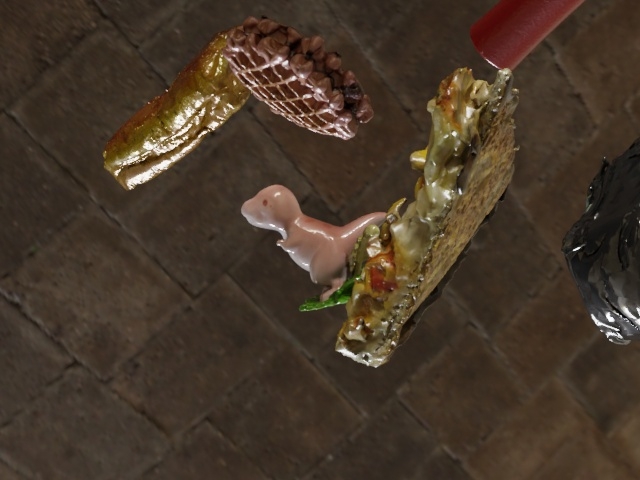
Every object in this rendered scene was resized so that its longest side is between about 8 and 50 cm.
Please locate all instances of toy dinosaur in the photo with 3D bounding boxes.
[{"bbox_3d":[0.003,-0.001,1.867,0.194,0.152,0.177,-11,94,15],"label":"toy dinosaur"}]

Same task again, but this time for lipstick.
[{"bbox_3d":[0.283,-0.304,1.632,0.080,0.080,0.241,16,137,-36],"label":"lipstick"}]

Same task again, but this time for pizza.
[{"bbox_3d":[0.087,-0.013,1.147,0.251,0.074,0.287,-60,165,-13],"label":"pizza"}]

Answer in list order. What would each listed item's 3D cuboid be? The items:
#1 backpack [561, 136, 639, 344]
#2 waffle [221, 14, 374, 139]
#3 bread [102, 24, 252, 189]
[{"bbox_3d":[0.212,-0.005,0.828,0.165,0.106,0.120,-32,103,-41],"label":"backpack"},{"bbox_3d":[-0.014,-0.083,0.690,0.029,0.083,0.075,-54,150,-16],"label":"waffle"},{"bbox_3d":[-0.165,-0.166,1.662,0.077,0.271,0.139,43,48,-14],"label":"bread"}]
